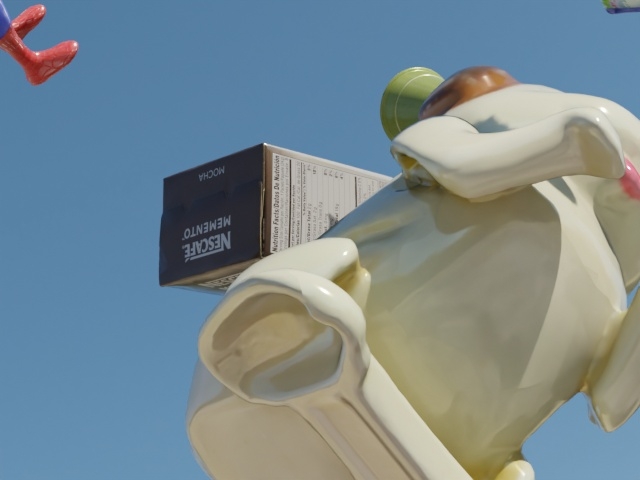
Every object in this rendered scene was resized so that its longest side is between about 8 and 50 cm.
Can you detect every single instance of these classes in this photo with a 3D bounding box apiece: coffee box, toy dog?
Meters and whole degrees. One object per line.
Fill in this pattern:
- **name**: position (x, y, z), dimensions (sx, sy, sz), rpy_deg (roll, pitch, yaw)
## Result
- **coffee box**: position (0.000, 0.000, 1.542), dimensions (0.297, 0.119, 0.168), rpy_deg (12, -18, -40)
- **toy dog**: position (0.113, 0.046, 1.111), dimensions (0.408, 0.284, 0.395), rpy_deg (-46, 5, -32)

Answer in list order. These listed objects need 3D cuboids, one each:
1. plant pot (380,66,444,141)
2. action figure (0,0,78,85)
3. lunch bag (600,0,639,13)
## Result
- **plant pot**: position (0.112, -0.123, 1.431), dimensions (0.083, 0.083, 0.079), rpy_deg (-6, 12, -25)
- **action figure**: position (-0.251, -0.244, 1.063), dimensions (0.139, 0.091, 0.280), rpy_deg (-46, -37, 0)
- **lunch bag**: position (0.273, -0.290, 1.280), dimensions (0.096, 0.151, 0.129), rpy_deg (9, -17, 35)
